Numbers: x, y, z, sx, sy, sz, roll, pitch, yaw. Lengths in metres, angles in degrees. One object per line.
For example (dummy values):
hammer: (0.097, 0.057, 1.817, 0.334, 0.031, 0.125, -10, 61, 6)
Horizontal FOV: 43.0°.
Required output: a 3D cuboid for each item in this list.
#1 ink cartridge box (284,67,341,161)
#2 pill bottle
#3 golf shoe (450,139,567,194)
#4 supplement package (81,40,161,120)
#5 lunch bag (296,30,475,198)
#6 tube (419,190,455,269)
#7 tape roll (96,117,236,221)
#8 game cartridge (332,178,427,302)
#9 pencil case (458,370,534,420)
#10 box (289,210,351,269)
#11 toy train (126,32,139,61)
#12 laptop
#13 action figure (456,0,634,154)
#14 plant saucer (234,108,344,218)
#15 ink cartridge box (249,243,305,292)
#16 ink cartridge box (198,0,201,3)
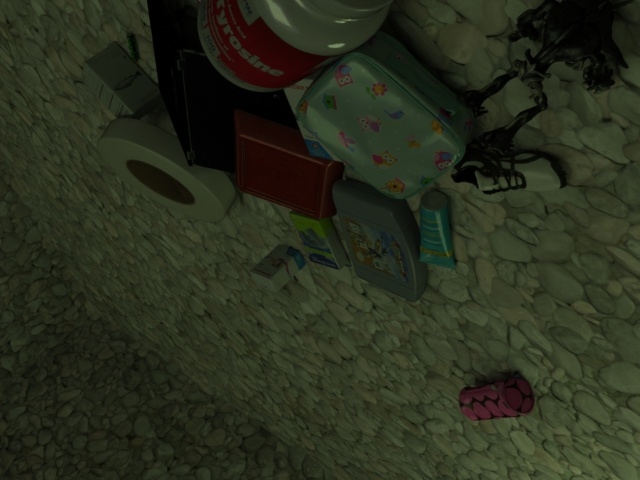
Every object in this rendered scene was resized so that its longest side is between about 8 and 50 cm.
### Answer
ink cartridge box: (0.019, -0.253, 1.574, 0.140, 0.082, 0.190, 17, 143, 43)
pill bottle: (-0.032, -0.380, 1.259, 0.229, 0.229, 0.408, 52, 160, -13)
golf shoe: (0.311, -0.104, 1.358, 0.198, 0.094, 0.077, 17, 140, 41)
supplement package: (-0.513, -0.398, 2.091, 0.179, 0.105, 0.105, 46, 153, -3)
lunch bag: (0.120, -0.213, 1.399, 0.279, 0.108, 0.224, 38, 135, -12)
tube: (0.232, -0.013, 1.644, 0.080, 0.052, 0.207, 18, 147, 24)
tape roll: (-0.406, -0.180, 2.155, 0.392, 0.072, 0.392, 25, 162, 9)
game cartridge: (0.139, 0.007, 1.796, 0.198, 0.062, 0.297, 27, 148, 40)
pencil case: (0.400, 0.367, 1.884, 0.098, 0.095, 0.209, 15, 157, -18)
box: (0.000, 0.000, 1.991, 0.109, 0.042, 0.178, 16, 140, 44)
toy train: (-0.466, -0.479, 2.011, 0.024, 0.017, 0.083, 43, 155, 28)
laptop: (-0.216, -0.353, 1.835, 0.382, 0.236, 0.407, 98, 151, -57)
action figure: (0.316, -0.250, 1.111, 0.164, 0.141, 0.276, 51, 127, 6)
plant saucer: (-0.081, -0.153, 1.803, 0.259, 0.047, 0.259, 20, 149, 8)
ink cartridge box: (-0.114, 0.073, 2.162, 0.089, 0.122, 0.052, 16, 141, 44)
ink cartridge box: (-0.219, -0.483, 1.530, 0.371, 0.069, 0.176, 46, -175, -5)
